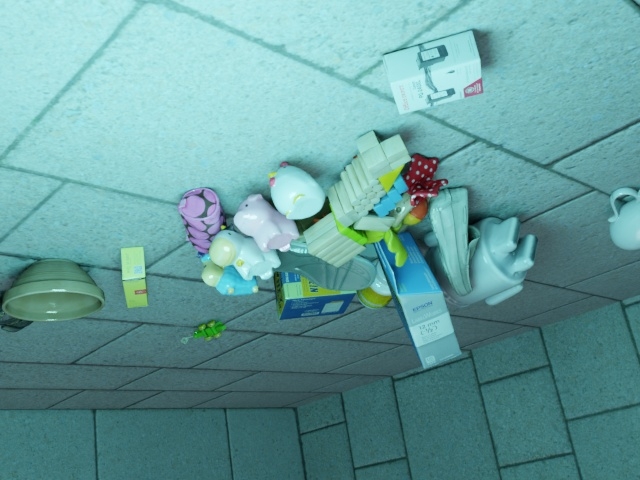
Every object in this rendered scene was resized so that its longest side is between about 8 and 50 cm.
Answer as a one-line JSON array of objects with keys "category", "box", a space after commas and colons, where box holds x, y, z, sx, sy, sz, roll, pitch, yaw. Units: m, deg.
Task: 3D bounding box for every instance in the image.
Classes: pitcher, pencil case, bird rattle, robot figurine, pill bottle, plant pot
[{"category": "pitcher", "box": [0.852, -0.068, 1.974, 0.178, 0.125, 0.207, 12, 146, 1]}, {"category": "pencil case", "box": [-0.261, -0.040, 1.601, 0.098, 0.095, 0.209, 13, 156, 3]}, {"category": "bird rattle", "box": [0.192, -0.083, 1.633, 0.253, 0.143, 0.207, -62, 166, 18]}, {"category": "robot figurine", "box": [0.422, 0.066, 1.990, 0.300, 0.199, 0.353, 45, 135, -15]}, {"category": "pill bottle", "box": [0.183, 0.119, 2.141, 0.118, 0.117, 0.208, -4, 157, -14]}, {"category": "plant pot", "box": [-0.659, 0.116, 1.793, 0.238, 0.109, 0.237, -8, 158, -3]}]

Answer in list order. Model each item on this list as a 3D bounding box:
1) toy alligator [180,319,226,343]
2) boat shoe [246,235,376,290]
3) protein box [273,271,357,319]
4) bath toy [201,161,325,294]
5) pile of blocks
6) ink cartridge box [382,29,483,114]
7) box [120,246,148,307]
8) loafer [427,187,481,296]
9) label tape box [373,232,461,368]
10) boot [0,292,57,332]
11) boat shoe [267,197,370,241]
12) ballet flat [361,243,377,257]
[{"category": "toy alligator", "box": [-0.395, 0.310, 2.481, 0.190, 0.056, 0.051, -20, -163, 25]}, {"category": "boat shoe", "box": [-0.021, 0.032, 1.719, 0.321, 0.103, 0.118, 12, 129, 2]}, {"category": "protein box", "box": [-0.021, 0.125, 2.044, 0.200, 0.135, 0.201, -5, 158, -11]}, {"category": "bath toy", "box": [-0.128, -0.031, 1.518, 0.152, 0.129, 0.348, 6, 137, -41]}, {"category": "pile of blocks", "box": [0.086, -0.098, 1.518, 0.149, 0.112, 0.362, 6, 138, -30]}, {"category": "ink cartridge box", "box": [0.190, -0.278, 1.213, 0.151, 0.063, 0.109, -14, 158, 11]}, {"category": "box", "box": [-0.476, 0.099, 1.859, 0.058, 0.087, 0.232, -4, 157, -14]}, {"category": "loafer", "box": [0.345, 0.009, 1.793, 0.112, 0.112, 0.319, -17, 128, 6]}, {"category": "label tape box", "box": [0.230, 0.111, 1.807, 0.115, 0.249, 0.347, -20, 128, 0]}, {"category": "boot", "box": [-0.786, 0.161, 1.914, 0.229, 0.091, 0.263, -21, 160, 14]}, {"category": "boat shoe", "box": [-0.028, -0.041, 1.666, 0.286, 0.104, 0.089, -4, 155, -14]}, {"category": "ballet flat", "box": [0.090, 0.011, 1.914, 0.189, 0.070, 0.070, -1, 157, -9]}]
